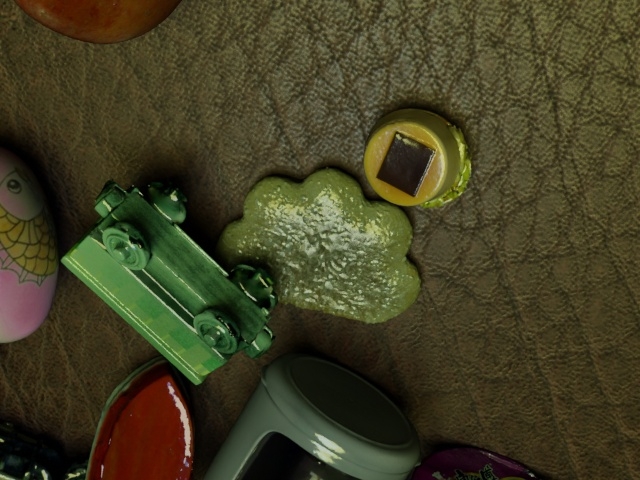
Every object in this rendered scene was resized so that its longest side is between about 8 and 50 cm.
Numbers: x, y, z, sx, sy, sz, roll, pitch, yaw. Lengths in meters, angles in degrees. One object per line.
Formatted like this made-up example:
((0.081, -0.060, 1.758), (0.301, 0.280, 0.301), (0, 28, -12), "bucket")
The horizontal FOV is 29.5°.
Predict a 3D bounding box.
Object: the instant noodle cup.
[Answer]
((0.205, 0.442, 1.681), (0.251, 0.251, 0.190), (20, 122, 1), "instant noodle cup")

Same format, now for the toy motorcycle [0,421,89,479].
((-0.488, 0.381, 1.789), (0.410, 0.169, 0.237), (19, 110, -7), "toy motorcycle")

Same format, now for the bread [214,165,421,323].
((0.000, 0.000, 1.628), (0.286, 0.056, 0.207), (9, 114, 4), "bread")

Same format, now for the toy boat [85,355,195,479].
((-0.258, 0.325, 1.714), (0.145, 0.133, 0.332), (15, 83, -17), "toy boat")

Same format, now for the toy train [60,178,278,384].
((-0.196, 0.052, 1.606), (0.301, 0.120, 0.202), (44, 146, -9), "toy train")

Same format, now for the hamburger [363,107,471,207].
((0.124, -0.104, 1.551), (0.141, 0.081, 0.126), (12, 111, 17), "hamburger")

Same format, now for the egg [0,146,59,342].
((-0.446, 0.002, 1.618), (0.196, 0.196, 0.271), (-11, 107, 13), "egg")

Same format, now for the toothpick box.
((-0.047, 0.353, 1.668), (0.263, 0.263, 0.355), (30, 105, -4), "toothpick box")

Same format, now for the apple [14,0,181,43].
((-0.253, -0.361, 1.412), (0.253, 0.253, 0.253), (3, 112, 8), "apple")
